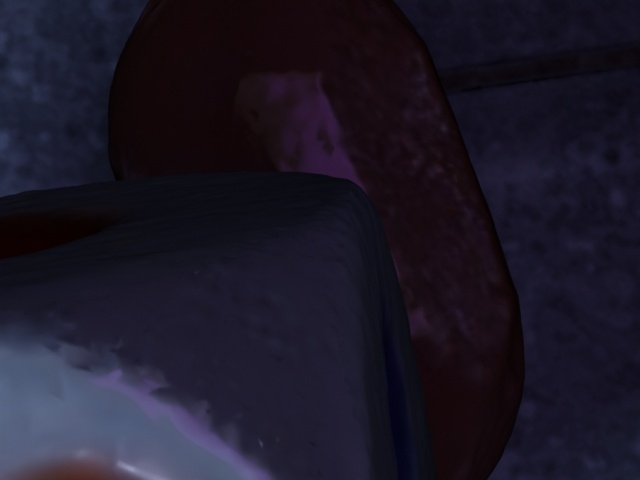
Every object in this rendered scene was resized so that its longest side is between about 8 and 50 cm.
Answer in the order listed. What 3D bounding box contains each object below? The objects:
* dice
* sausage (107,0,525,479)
[{"bbox_3d":[-0.091,0.121,0.573,0.259,0.243,0.251,-8,100,8],"label":"dice"},{"bbox_3d":[0.000,0.000,0.734,0.148,0.148,0.254,-23,84,-18],"label":"sausage"}]
